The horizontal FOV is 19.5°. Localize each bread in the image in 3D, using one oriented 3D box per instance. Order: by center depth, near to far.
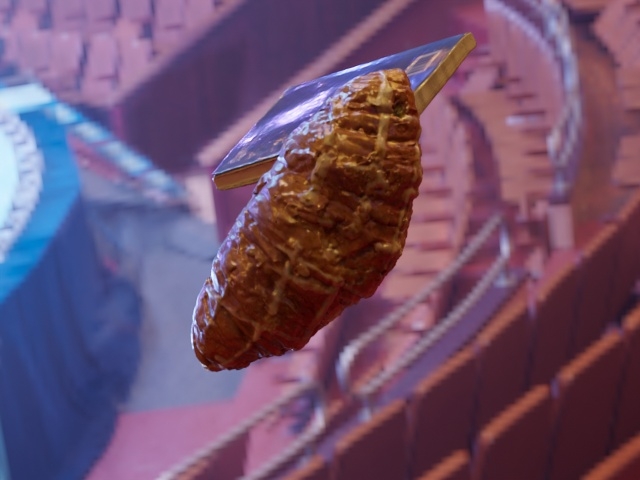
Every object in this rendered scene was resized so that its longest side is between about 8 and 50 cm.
[{"bbox_3d":[0.000,0.000,1.176,0.105,0.233,0.076,28,14,-31],"label":"bread"}]

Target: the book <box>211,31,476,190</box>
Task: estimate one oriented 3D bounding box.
[{"bbox_3d":[0.018,-0.116,1.674,0.228,0.024,0.160,-14,28,43],"label":"book"}]
